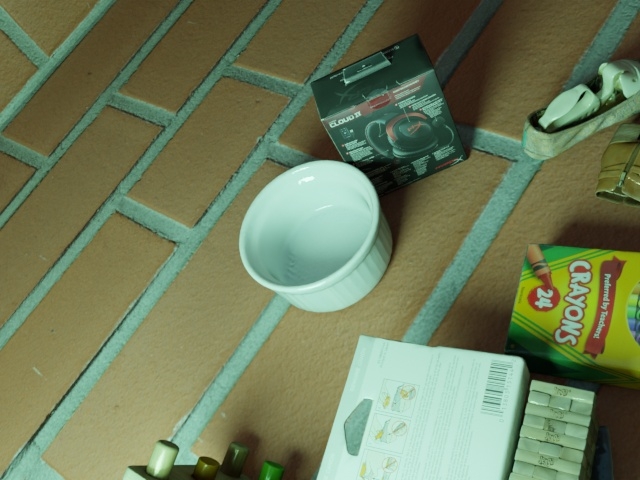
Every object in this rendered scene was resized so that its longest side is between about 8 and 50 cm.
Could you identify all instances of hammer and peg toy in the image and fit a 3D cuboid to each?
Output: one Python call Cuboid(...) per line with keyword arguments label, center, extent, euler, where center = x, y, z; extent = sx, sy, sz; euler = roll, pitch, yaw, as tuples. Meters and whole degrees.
Cuboid(label="hammer and peg toy", center=(-0.093, 0.417, 1.184), extent=(0.361, 0.266, 0.127), euler=(19, 88, 35))

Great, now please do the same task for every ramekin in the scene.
Cuboid(label="ramekin", center=(0.000, 0.000, 1.495), extent=(0.277, 0.135, 0.277), euler=(-13, 55, 19))

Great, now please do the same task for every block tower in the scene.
Cuboid(label="block tower", center=(0.299, 0.365, 1.071), extent=(0.091, 0.097, 0.335), euler=(7, 64, 29))

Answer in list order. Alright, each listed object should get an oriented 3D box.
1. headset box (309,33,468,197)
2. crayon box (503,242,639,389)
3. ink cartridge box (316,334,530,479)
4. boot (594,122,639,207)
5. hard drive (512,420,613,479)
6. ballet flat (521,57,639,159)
Cuboid(label="headset box", center=(0.128, -0.230, 1.490), extent=(0.218, 0.293, 0.110), euler=(-24, 52, 11))
Cuboid(label="crayon box", center=(0.464, 0.118, 1.235), extent=(0.319, 0.081, 0.202), euler=(5, 61, 27))
Cuboid(label="ink cartridge box", center=(0.147, 0.297, 1.167), extent=(0.261, 0.066, 0.296), euler=(6, 61, 26))
Cuboid(label="boot", center=(0.573, -0.123, 1.353), extent=(0.197, 0.073, 0.152), euler=(7, 60, 43))
Cuboid(label="hard drive", center=(0.328, 0.388, 1.136), extent=(0.172, 0.054, 0.254), euler=(-3, 58, 24))
Cuboid(label="ballet flat", center=(0.505, -0.258, 1.450), extent=(0.316, 0.106, 0.107), euler=(-35, 51, 0))
